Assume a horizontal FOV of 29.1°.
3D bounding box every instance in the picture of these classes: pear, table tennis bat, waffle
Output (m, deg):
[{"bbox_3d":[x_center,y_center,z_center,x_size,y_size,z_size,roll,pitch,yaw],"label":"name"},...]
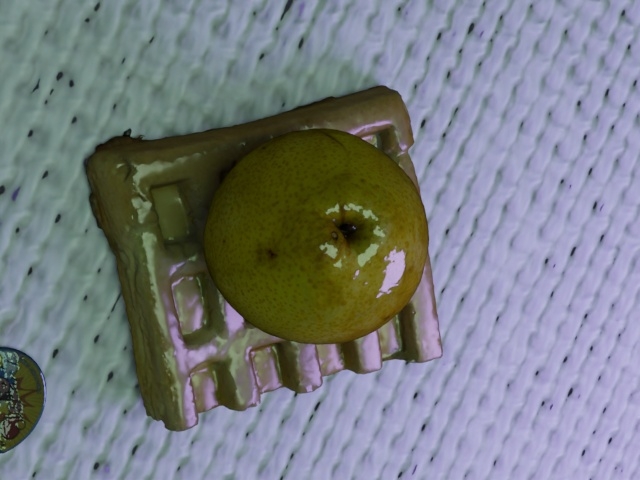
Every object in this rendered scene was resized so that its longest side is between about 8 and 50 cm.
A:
[{"bbox_3d":[0.000,0.000,1.130,0.209,0.209,0.209,-6,103,-25],"label":"pear"},{"bbox_3d":[-0.330,0.173,1.189,0.100,0.019,0.155,43,79,-27],"label":"table tennis bat"},{"bbox_3d":[-0.043,0.012,1.264,0.348,0.077,0.304,-15,106,-23],"label":"waffle"}]
